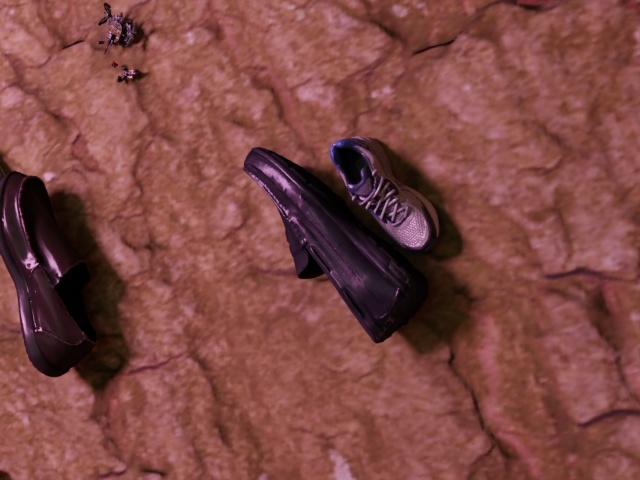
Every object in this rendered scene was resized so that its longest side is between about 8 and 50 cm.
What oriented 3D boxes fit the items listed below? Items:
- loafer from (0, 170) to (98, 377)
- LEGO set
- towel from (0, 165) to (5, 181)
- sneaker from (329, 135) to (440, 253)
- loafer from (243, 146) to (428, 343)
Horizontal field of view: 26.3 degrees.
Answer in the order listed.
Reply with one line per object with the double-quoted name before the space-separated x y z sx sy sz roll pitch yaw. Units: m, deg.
"loafer" -0.273 0.027 1.415 0.078 0.080 0.220 -20 80 19
"LEGO set" -0.206 -0.206 1.424 0.054 0.023 0.083 3 100 34
"towel" -0.511 -0.045 1.584 0.325 0.038 0.248 -45 64 20
"sneaker" 0.051 -0.040 1.225 0.052 0.058 0.135 -49 64 19
"loafer" 0.000 0.000 1.241 0.223 0.076 0.078 44 100 23
